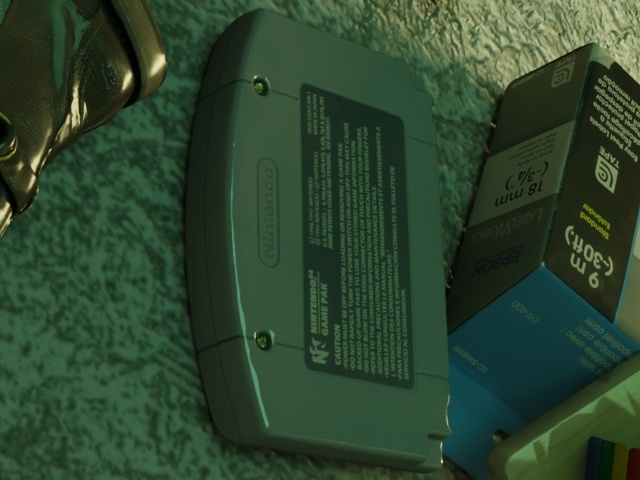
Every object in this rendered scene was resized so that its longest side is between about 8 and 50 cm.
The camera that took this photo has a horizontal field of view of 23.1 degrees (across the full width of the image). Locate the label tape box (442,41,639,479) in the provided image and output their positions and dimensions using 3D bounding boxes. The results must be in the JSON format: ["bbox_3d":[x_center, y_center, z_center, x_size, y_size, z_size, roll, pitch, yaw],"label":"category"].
[{"bbox_3d":[0.221,0.053,1.208,0.241,0.106,0.333,38,52,-26],"label":"label tape box"}]

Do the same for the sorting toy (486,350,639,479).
[{"bbox_3d":[0.280,0.207,1.125,0.257,0.089,0.255,-29,107,-23],"label":"sorting toy"}]

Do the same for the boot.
[{"bbox_3d":[-0.211,-0.123,0.879,0.263,0.091,0.229,56,45,-15],"label":"boot"}]

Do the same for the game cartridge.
[{"bbox_3d":[0.000,0.000,1.059,0.198,0.062,0.297,14,66,-35],"label":"game cartridge"}]
